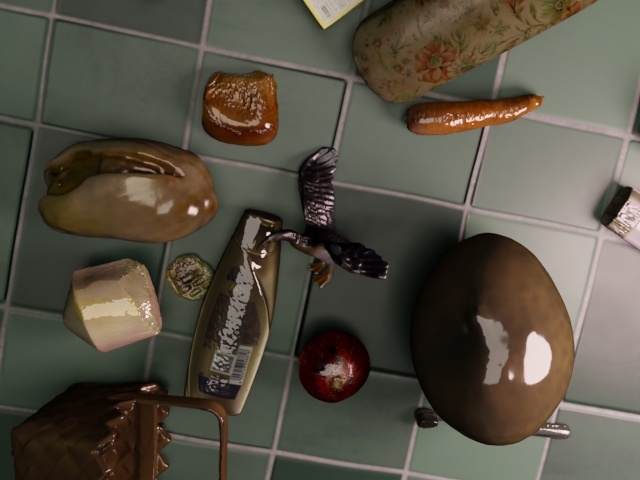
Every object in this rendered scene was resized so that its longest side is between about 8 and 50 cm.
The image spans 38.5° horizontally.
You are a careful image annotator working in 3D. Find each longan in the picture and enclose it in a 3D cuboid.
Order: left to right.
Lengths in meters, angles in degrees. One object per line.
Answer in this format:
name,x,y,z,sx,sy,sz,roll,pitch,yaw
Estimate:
longan,0.278,0.163,1.517,0.288,0.288,0.350,-6,93,-3

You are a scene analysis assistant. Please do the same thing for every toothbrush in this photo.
toothbrush,0.318,0.339,1.673,0.297,0.031,0.030,7,126,-7

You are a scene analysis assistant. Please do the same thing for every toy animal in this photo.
toy animal,-0.003,0.012,1.520,0.197,0.273,0.160,-24,138,-8

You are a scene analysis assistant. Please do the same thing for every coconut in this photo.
coconut,-0.350,0.111,1.519,0.152,0.147,0.147,-14,102,-3

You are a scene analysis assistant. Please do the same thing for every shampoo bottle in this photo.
shampoo bottle,-0.142,0.121,1.566,0.125,0.084,0.350,14,99,-8
shampoo bottle,0.609,-0.004,1.613,0.227,0.056,0.086,30,97,-9

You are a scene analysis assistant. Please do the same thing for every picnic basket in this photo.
picnic basket,-0.311,0.369,1.490,0.320,0.291,0.254,5,101,8

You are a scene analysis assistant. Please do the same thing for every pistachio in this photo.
pistachio,-0.308,-0.074,1.487,0.287,0.197,0.166,2,58,6

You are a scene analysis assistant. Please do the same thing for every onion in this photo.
onion,0.021,0.217,1.582,0.131,0.131,0.131,-1,101,-4

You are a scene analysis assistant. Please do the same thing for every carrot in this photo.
carrot,0.262,-0.215,1.548,0.247,0.059,0.059,-8,101,-6

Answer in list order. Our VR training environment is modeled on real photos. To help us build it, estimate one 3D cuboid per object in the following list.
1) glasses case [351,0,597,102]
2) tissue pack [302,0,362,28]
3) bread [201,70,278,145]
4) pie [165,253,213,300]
glasses case,0.243,-0.360,1.430,0.425,0.098,0.157,-26,113,25
tissue pack,-0.009,-0.440,1.478,0.095,0.062,0.176,-36,102,5
bread,-0.133,-0.220,1.522,0.129,0.044,0.126,3,99,-2
pie,-0.225,0.065,1.581,0.084,0.020,0.085,-1,101,-4
